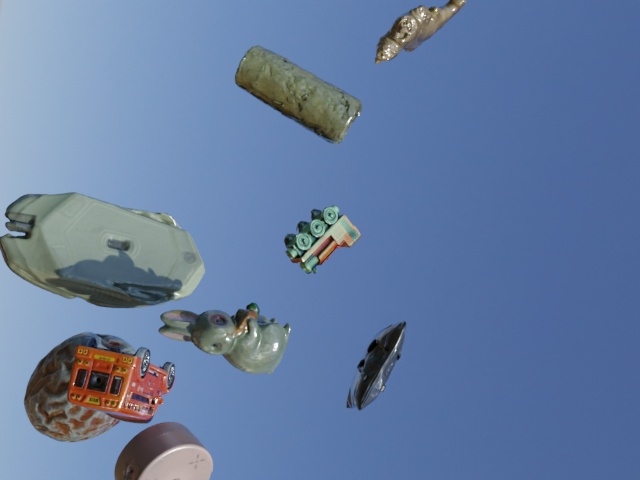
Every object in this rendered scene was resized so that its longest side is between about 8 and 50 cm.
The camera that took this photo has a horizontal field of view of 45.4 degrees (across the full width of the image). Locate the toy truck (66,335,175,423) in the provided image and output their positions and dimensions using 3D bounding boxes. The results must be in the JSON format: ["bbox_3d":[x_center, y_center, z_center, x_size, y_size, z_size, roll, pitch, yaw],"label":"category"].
[{"bbox_3d":[-0.322,0.235,1.253,0.252,0.107,0.114,81,19,-72],"label":"toy truck"}]

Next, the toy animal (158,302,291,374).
[{"bbox_3d":[-0.169,0.181,1.403,0.108,0.236,0.138,7,-88,54],"label":"toy animal"}]

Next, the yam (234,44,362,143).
[{"bbox_3d":[-0.032,-0.205,1.081,0.078,0.179,0.078,-61,-176,7],"label":"yam"}]

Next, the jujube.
[{"bbox_3d":[-0.581,0.359,1.851,0.308,0.215,0.246,-45,-108,23],"label":"jujube"}]

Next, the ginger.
[{"bbox_3d":[0.241,-0.539,1.953,0.080,0.333,0.166,48,-46,1],"label":"ginger"}]

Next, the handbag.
[{"bbox_3d":[0.142,0.322,1.961,0.254,0.089,0.211,-60,-179,-11],"label":"handbag"}]

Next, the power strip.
[{"bbox_3d":[-0.263,0.385,1.277,0.078,0.154,0.154,34,-67,45],"label":"power strip"}]

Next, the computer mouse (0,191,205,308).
[{"bbox_3d":[-0.462,0.034,1.634,0.145,0.429,0.228,-43,-143,52],"label":"computer mouse"}]

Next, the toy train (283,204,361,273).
[{"bbox_3d":[0.000,0.000,1.739,0.176,0.118,0.074,-47,-162,-28],"label":"toy train"}]
